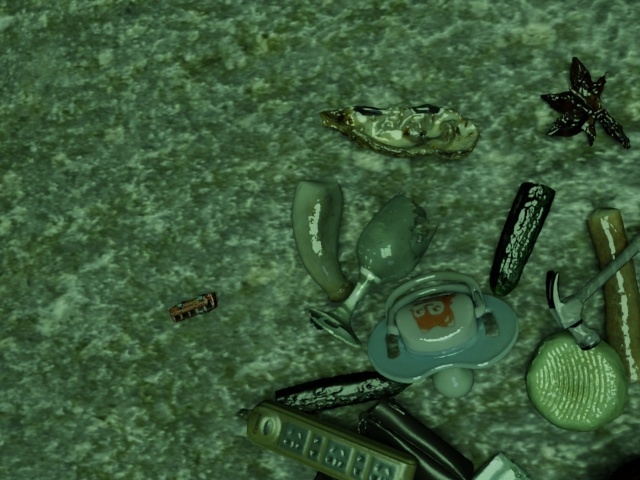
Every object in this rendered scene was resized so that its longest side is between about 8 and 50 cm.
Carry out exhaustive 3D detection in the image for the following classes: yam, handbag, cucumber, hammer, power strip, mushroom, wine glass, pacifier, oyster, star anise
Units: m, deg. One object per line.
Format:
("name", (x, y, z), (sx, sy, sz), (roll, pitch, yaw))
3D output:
("yam", (0.592, 0.109, 1.260), (0.081, 0.081, 0.356), (-11, 86, 9))
("handbag", (0.138, 0.493, 1.294), (0.257, 0.113, 0.285), (40, 106, 14))
("cucumber", (0.047, 0.321, 1.350), (0.300, 0.072, 0.072), (-14, 87, 7))
("hammer", (0.602, 0.026, 1.213), (0.427, 0.044, 0.152), (-36, 90, -14))
("power strip", (-0.001, 0.409, 1.263), (0.388, 0.066, 0.092), (15, 88, 22))
("mushroom", (0.000, 0.000, 1.345), (0.118, 0.103, 0.270), (-6, 90, -27))
("cucumber", (0.402, 0.000, 1.293), (0.075, 0.074, 0.241), (22, 93, 9))
("wine glass", (0.106, 0.058, 1.273), (0.143, 0.143, 0.321), (33, 77, 9))
("pacifier", (0.251, 0.216, 1.276), (0.300, 0.244, 0.233), (-13, 117, 12))
("oyster", (0.164, -0.236, 1.344), (0.345, 0.078, 0.128), (9, 69, 11))
("star anise", (0.526, -0.265, 1.288), (0.157, 0.053, 0.212), (-16, 88, 8))

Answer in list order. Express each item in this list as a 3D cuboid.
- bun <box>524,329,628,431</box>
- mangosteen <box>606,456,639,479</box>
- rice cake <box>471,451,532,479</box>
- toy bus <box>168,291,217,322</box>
("bun", (0.504, 0.272, 1.244), (0.195, 0.118, 0.195), (1, 91, 35))
("mangosteen", (0.688, 0.567, 1.093), (0.421, 0.381, 0.381), (30, 94, 0))
("rice cake", (0.339, 0.543, 1.310), (0.124, 0.038, 0.211), (41, 95, 8))
("toy bus", (-0.286, 0.151, 1.426), (0.110, 0.031, 0.043), (-20, 88, 10))
